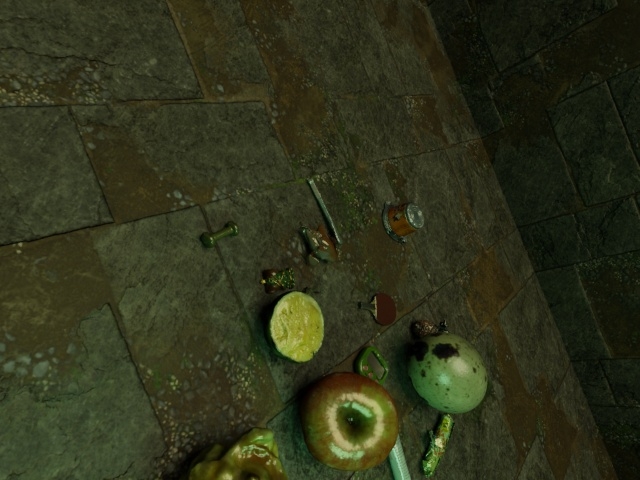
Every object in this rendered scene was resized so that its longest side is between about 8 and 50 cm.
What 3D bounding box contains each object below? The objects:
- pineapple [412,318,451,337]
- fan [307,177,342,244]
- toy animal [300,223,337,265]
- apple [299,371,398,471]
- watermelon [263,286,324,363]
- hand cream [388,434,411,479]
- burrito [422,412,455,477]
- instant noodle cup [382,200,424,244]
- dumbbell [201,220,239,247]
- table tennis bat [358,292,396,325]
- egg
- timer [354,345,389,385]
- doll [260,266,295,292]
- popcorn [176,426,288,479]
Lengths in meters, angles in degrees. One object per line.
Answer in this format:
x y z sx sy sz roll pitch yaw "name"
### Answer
0.480 0.387 1.751 0.221 0.083 0.103 21 62 -38 "pineapple"
0.020 -0.113 1.553 0.281 0.023 0.057 65 17 -1 "fan"
0.000 0.000 1.462 0.188 0.089 0.179 52 30 -15 "toy animal"
0.079 0.546 1.230 0.309 0.250 0.277 32 68 -5 "apple"
-0.092 0.259 1.241 0.204 0.127 0.232 16 66 -38 "watermelon"
0.271 0.754 1.440 0.085 0.058 0.331 -5 78 -42 "hand cream"
0.463 0.795 1.604 0.104 0.054 0.288 56 47 -11 "burrito"
0.382 -0.096 1.810 0.208 0.126 0.177 56 47 -11 "instant noodle cup"
-0.300 -0.019 1.207 0.118 0.052 0.046 -31 137 -44 "dumbbell"
0.232 0.272 1.611 0.221 0.019 0.130 16 65 -39 "table tennis bat"
0.501 0.519 1.578 0.379 0.288 0.287 39 52 -35 "egg"
0.187 0.469 1.478 0.140 0.047 0.128 56 48 -12 "timer"
-0.130 0.126 1.292 0.113 0.077 0.078 -4 86 -43 "doll"
-0.204 0.611 0.920 0.279 0.274 0.335 -11 38 -14 "popcorn"
